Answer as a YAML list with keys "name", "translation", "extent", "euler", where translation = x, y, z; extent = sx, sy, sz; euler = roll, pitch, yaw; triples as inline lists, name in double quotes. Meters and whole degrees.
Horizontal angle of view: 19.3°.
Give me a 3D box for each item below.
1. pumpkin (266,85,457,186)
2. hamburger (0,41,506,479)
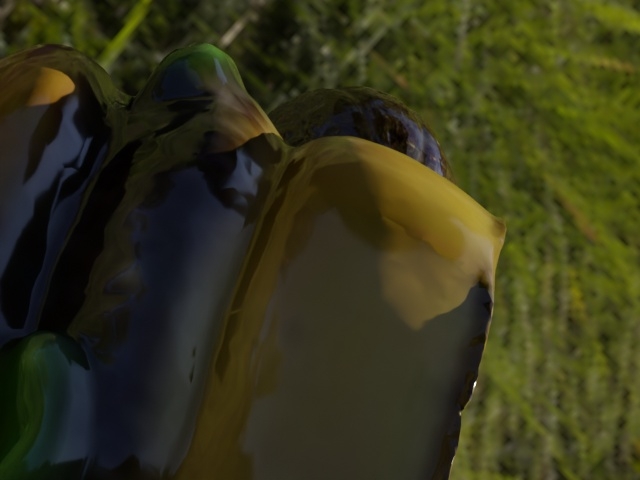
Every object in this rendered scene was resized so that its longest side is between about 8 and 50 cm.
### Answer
- name: "pumpkin"
  translation: [0.000, 0.000, 1.353]
  extent: [0.219, 0.219, 0.162]
  euler: [34, 6, -36]
- name: "hamburger"
  translation: [-0.099, 0.101, 0.830]
  extent: [0.277, 0.396, 0.396]
  euler: [18, 13, 0]
